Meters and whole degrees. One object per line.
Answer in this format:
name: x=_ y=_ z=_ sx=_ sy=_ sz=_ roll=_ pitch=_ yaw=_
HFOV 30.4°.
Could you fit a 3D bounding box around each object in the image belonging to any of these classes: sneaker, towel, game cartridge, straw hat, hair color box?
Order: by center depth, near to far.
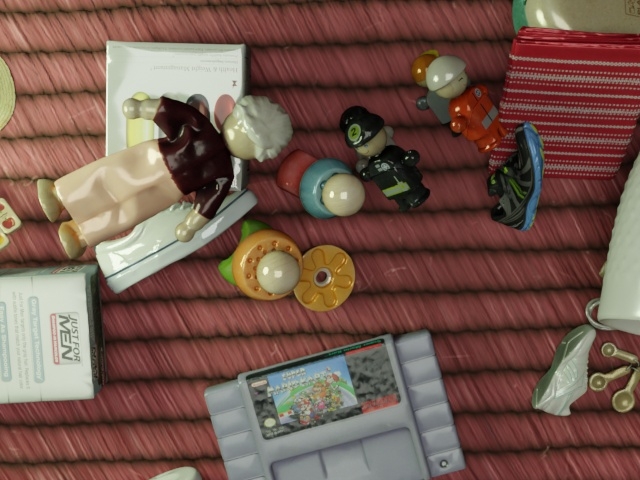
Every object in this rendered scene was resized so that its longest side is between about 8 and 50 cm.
towel: x=0.349 y=-0.186 z=1.654 sx=0.198 sy=0.031 sz=0.275 roll=3 pitch=142 yaw=0
sneaker: x=0.280 y=-0.088 z=1.698 sx=0.078 sy=0.067 sz=0.188 roll=8 pitch=136 yaw=7
straw hat: x=-0.520 y=-0.217 z=1.722 sx=0.144 sy=0.061 sz=0.145 roll=0 pitch=97 yaw=0
sneaker: x=-0.217 y=-0.019 z=1.729 sx=0.258 sy=0.094 sz=0.091 roll=-30 pitch=95 yaw=2
hair color box: x=-0.514 y=0.141 z=1.740 sx=0.374 sy=0.113 sz=0.185 roll=-3 pitch=96 yaw=1
sneaker: x=0.378 y=0.196 z=1.778 sx=0.061 sy=0.054 sz=0.152 roll=25 pitch=104 yaw=-9
game cartridge: x=0.021 y=0.281 z=1.784 sx=0.355 sy=0.068 sz=0.230 roll=-16 pitch=101 yaw=2

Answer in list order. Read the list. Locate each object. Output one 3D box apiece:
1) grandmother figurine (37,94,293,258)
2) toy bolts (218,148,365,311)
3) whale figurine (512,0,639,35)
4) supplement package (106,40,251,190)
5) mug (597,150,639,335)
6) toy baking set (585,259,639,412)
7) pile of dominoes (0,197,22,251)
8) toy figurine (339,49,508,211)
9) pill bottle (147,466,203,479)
grandmother figurine: x=-0.200 y=-0.102 z=1.570 sx=0.342 sy=0.104 sz=0.208 roll=-23 pitch=123 yaw=0
toy bolts: x=0.000 y=0.000 z=1.670 sx=0.218 sy=0.158 sz=0.228 roll=26 pitch=90 yaw=-26
whale figurine: x=0.397 y=-0.317 z=1.686 sx=0.272 sy=0.141 sz=0.216 roll=3 pitch=78 yaw=-23
supplement package: x=-0.199 y=-0.177 z=1.681 sx=0.194 sy=0.149 sz=0.203 roll=1 pitch=96 yaw=0
mug: x=0.597 y=-0.014 z=1.631 sx=0.374 sy=0.276 sz=0.328 roll=11 pitch=83 yaw=5
toy baking set: x=0.500 y=0.153 z=1.779 sx=0.196 sy=0.030 sz=0.256 roll=-4 pitch=97 yaw=1
pile of dominoes: x=-0.558 y=0.010 z=1.680 sx=0.196 sy=0.040 sz=0.251 roll=23 pitch=67 yaw=13
toy figurine: x=0.132 y=-0.164 z=1.651 sx=0.213 sy=0.209 sz=0.148 roll=-37 pitch=107 yaw=5
pill bottle: x=-0.196 y=0.491 z=1.761 sx=0.152 sy=0.152 sz=0.272 roll=-24 pitch=97 yaw=3
